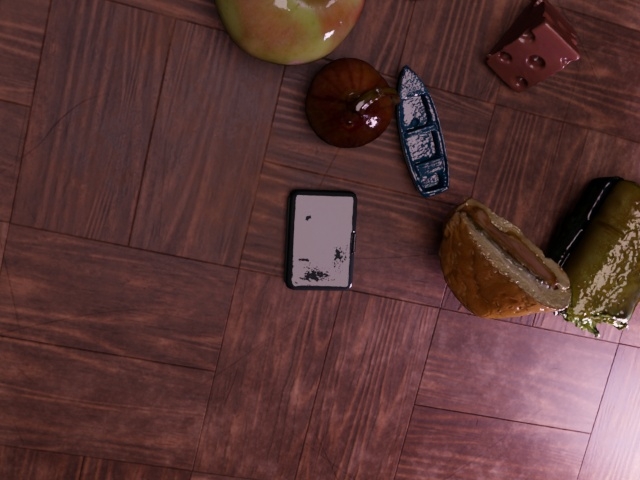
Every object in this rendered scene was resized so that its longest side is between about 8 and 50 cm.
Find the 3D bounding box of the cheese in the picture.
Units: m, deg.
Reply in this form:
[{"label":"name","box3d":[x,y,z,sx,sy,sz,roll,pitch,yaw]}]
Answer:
[{"label":"cheese","box3d":[0.491,-0.460,1.714,0.128,0.203,0.177,37,63,-14]}]

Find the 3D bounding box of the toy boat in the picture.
[{"label":"toy boat","box3d":[0.220,-0.248,1.742,0.096,0.062,0.299,-17,104,-7]}]

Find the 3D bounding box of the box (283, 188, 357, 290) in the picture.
[{"label":"box","box3d":[0.000,0.000,1.752,0.160,0.050,0.230,1,100,-11]}]

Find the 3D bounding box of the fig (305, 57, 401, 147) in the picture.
[{"label":"fig","box3d":[0.067,-0.293,1.638,0.205,0.205,0.205,-2,101,-11]}]

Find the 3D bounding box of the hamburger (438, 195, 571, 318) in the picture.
[{"label":"hamburger","box3d":[0.387,0.078,1.764,0.330,0.209,0.162,37,48,-6]}]

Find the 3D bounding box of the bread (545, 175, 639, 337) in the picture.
[{"label":"bread","box3d":[0.691,0.033,1.826,0.251,0.208,0.377,29,90,-20]}]

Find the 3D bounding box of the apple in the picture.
[{"label":"apple","box3d":[-0.065,-0.509,1.531,0.319,0.277,0.319,-6,106,-20]}]
